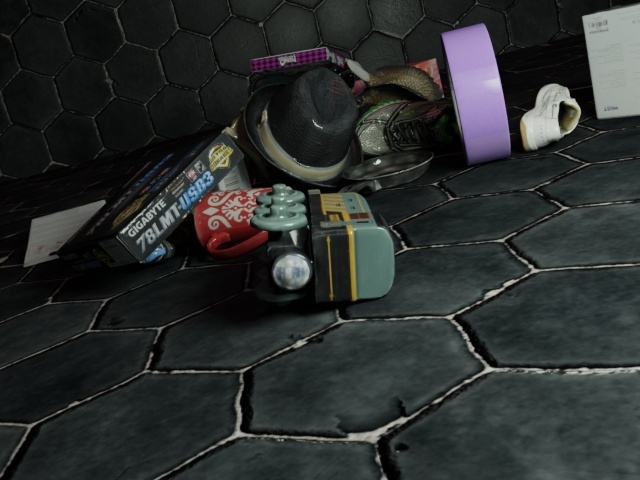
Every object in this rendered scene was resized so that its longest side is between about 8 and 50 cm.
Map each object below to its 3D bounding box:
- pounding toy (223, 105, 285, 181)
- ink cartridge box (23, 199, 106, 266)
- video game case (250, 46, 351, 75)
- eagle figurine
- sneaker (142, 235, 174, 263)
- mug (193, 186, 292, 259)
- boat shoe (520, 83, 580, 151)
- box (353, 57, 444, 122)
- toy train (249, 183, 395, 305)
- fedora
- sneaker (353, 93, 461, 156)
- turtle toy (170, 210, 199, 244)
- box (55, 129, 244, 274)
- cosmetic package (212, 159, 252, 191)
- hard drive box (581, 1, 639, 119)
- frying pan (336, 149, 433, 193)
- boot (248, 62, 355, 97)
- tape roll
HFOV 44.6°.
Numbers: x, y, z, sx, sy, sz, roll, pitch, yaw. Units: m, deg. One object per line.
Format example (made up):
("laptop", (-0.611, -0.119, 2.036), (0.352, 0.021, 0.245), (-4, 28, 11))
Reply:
("pounding toy", (-0.153, -0.251, 1.898), (0.154, 0.154, 0.269), (-55, -15, -14))
("ink cartridge box", (-0.595, -0.002, 1.849), (0.189, 0.066, 0.232), (-16, 36, -6))
("video game case", (-0.052, -0.503, 2.245), (0.232, 0.041, 0.210), (-4, 1, 20))
("eagle figurine", (0.217, -0.417, 2.268), (0.298, 0.226, 0.225), (-11, -15, 9))
("sneaker", (-0.326, 0.014, 1.510), (0.078, 0.067, 0.188), (1, 7, -24))
("mug", (-0.133, -0.028, 1.433), (0.169, 0.150, 0.113), (-6, -20, 13))
("boat shoe", (0.506, -0.264, 1.660), (0.096, 0.098, 0.277), (-4, 28, 32))
("box", (0.254, -0.490, 2.574), (0.300, 0.154, 0.142), (-28, 20, -37))
("toy train", (0.000, 0.000, 1.126), (0.190, 0.142, 0.334), (-2, 13, -2))
("fedora", (-0.009, -0.277, 1.743), (0.334, 0.334, 0.152), (-31, -17, -47))
("sneaker", (0.241, -0.279, 1.874), (0.344, 0.134, 0.146), (-15, 20, 6))
("turtle toy", (-0.259, -0.034, 1.562), (0.130, 0.095, 0.066), (-10, 38, 20))
("box", (-0.322, -0.067, 1.452), (0.293, 0.073, 0.295), (-7, 37, 51))
("cosmetic package", (-0.265, -0.147, 1.901), (0.086, 0.117, 0.231), (-23, 19, -30))
("hard drive box", (0.679, -0.389, 1.674), (0.181, 0.232, 0.089), (1, 21, 43))
("frying pan", (0.139, -0.130, 1.592), (0.197, 0.053, 0.326), (-12, 17, 9))
("boot", (-0.049, -0.430, 2.159), (0.247, 0.094, 0.207), (-15, 10, -38))
("tape roll", (0.315, -0.296, 1.592), (0.090, 0.274, 0.275), (-12, 15, 9))
